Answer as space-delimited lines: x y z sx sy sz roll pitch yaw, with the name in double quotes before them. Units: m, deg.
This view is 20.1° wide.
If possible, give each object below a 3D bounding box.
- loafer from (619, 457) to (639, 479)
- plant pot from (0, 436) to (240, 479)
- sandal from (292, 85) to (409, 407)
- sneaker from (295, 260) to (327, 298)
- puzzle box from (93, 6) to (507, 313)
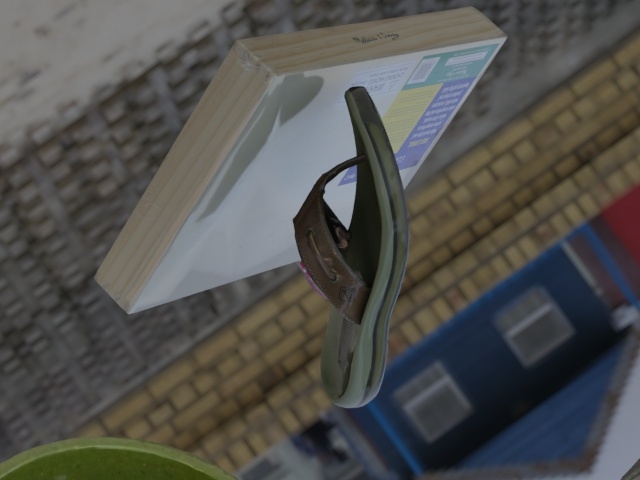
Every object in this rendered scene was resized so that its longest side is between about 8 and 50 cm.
"loafer" 0.228 0.162 1.086 0.111 0.112 0.319 -59 173 -28
"plant pot" -0.170 0.338 1.392 0.276 0.276 0.254 -33 150 -43
"sandal" 0.018 0.016 1.539 0.086 0.303 0.120 0 -151 -12
"sneaker" 0.000 0.000 2.165 0.103 0.252 0.111 -30 134 1
"puzzle box" -0.007 -0.082 1.662 0.409 0.052 0.272 -17 146 -56
